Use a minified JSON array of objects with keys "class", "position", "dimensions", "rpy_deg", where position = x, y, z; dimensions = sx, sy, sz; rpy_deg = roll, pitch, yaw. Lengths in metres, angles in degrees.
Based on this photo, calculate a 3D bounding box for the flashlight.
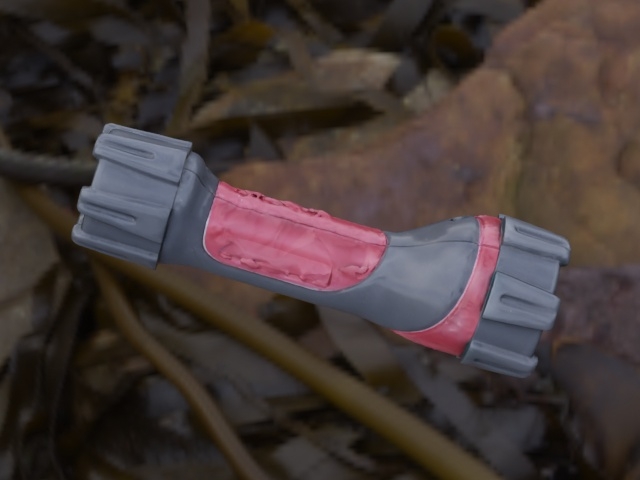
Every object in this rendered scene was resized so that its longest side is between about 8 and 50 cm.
[{"class":"flashlight","position":[0.000,0.000,1.139],"dimensions":[0.304,0.103,0.103],"rpy_deg":[17,7,-4]}]
